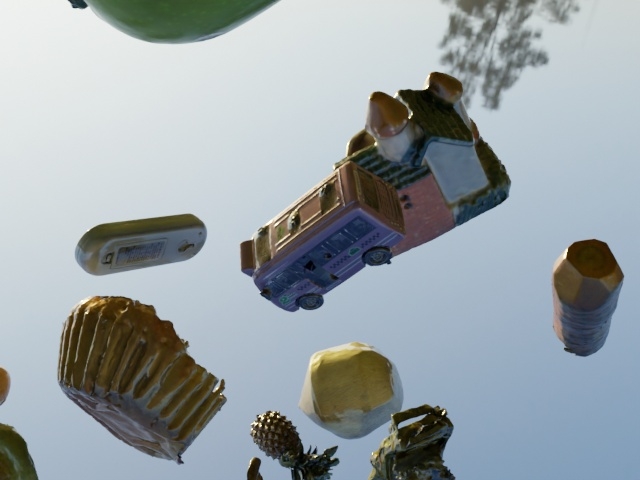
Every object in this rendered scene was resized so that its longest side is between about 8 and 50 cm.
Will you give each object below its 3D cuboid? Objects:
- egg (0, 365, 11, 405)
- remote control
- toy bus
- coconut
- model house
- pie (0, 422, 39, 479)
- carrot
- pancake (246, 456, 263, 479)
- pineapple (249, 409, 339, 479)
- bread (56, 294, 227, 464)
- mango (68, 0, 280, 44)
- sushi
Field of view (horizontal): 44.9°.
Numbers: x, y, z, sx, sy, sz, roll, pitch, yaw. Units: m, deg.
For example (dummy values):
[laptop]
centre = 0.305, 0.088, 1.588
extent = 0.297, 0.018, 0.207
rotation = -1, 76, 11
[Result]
[egg]
centre = -0.482, 0.213, 1.103
extent = 0.083, 0.071, 0.071
rotation = -34, -133, -16
[remote control]
centre = -0.281, 0.006, 1.252
extent = 0.047, 0.087, 0.244
rotation = 36, -151, 31
[toy bus]
centre = 0.000, 0.000, 0.934
extent = 0.108, 0.199, 0.096
rotation = 31, -144, -37
[coconut]
centre = 0.057, 0.316, 1.621
extent = 0.224, 0.224, 0.224
rotation = 9, -150, -5
[model house]
centre = 0.118, -0.143, 1.159
extent = 0.271, 0.301, 0.190
rotation = -25, -128, 6
[pie]
centre = -0.457, 0.365, 1.040
extent = 0.241, 0.240, 0.054
rotation = 21, -176, 15
[carrot]
centre = 0.454, 0.104, 1.339
extent = 0.114, 0.302, 0.114
rotation = -6, -123, 10
[pancake]
centre = -0.075, 0.482, 1.397
extent = 0.190, 0.020, 0.184
rotation = 26, -135, -59
[pineapple]
centre = -0.058, 0.401, 1.520
extent = 0.103, 0.083, 0.221
rotation = -16, -149, -36
[bread]
centre = -0.270, 0.201, 1.129
extent = 0.274, 0.274, 0.149
rotation = 20, -126, 14
[mango]
centre = -0.033, -0.227, 0.448
extent = 0.143, 0.293, 0.175
rotation = 41, -158, -42
[sushi]
centre = 0.147, 0.408, 1.293
extent = 0.139, 0.291, 0.131
rotation = -11, -143, -20
